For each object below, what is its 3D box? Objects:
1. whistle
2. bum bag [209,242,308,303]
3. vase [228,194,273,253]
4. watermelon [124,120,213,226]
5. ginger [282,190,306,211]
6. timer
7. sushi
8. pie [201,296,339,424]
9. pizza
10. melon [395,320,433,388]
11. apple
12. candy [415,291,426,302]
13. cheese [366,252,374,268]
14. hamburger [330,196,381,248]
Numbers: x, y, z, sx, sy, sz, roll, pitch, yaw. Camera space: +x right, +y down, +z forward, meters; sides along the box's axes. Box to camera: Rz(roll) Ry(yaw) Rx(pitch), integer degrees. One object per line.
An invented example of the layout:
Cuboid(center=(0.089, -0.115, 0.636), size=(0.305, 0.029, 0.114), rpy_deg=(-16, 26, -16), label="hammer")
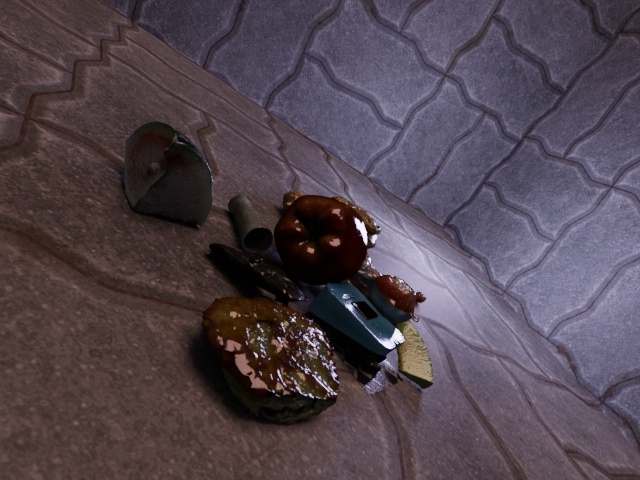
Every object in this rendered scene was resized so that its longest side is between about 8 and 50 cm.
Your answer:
Cuboid(center=(0.190, 0.138, 1.452), size=(0.142, 0.134, 0.346), rpy_deg=(-14, 49, -39), label="whistle")
Cuboid(center=(-0.155, 0.084, 1.168), size=(0.310, 0.074, 0.137), rpy_deg=(32, -3, 23), label="bum bag")
Cuboid(center=(-0.226, -0.060, 1.407), size=(0.096, 0.096, 0.219), rpy_deg=(23, 21, -38), label="vase")
Cuboid(center=(-0.428, -0.179, 1.166), size=(0.289, 0.214, 0.320), rpy_deg=(38, -26, 12), label="watermelon")
Cuboid(center=(-0.085, -0.127, 1.801), size=(0.216, 0.102, 0.157), rpy_deg=(11, 59, -63), label="ginger")
Cuboid(center=(0.110, 0.232, 1.287), size=(0.250, 0.091, 0.232), rpy_deg=(41, 11, 21), label="timer")
Cuboid(center=(0.129, 0.306, 1.273), size=(0.231, 0.047, 0.219), rpy_deg=(48, 21, 27), label="sushi")
Cuboid(center=(-0.098, 0.230, 0.946), size=(0.354, 0.103, 0.288), rpy_deg=(22, 24, -44), label="pie")
Cuboid(center=(0.158, 0.193, 1.534), size=(0.305, 0.085, 0.161), rpy_deg=(38, 40, 6), label="pizza")
Cuboid(center=(0.271, 0.333, 1.405), size=(0.114, 0.053, 0.262), rpy_deg=(2, 48, -14), label="melon")
Cuboid(center=(0.000, 0.000, 1.364), size=(0.288, 0.288, 0.317), rpy_deg=(43, 2, 12), label="apple")
Cuboid(center=(0.379, 0.232, 1.933), size=(0.184, 0.049, 0.055), rpy_deg=(17, -4, -30), label="candy")
Cuboid(center=(0.124, 0.044, 1.850), size=(0.244, 0.062, 0.155), rpy_deg=(39, 21, 4), label="cheese")
Cuboid(center=(0.143, -0.075, 2.057), size=(0.265, 0.134, 0.285), rpy_deg=(22, 18, -23), label="hamburger")
